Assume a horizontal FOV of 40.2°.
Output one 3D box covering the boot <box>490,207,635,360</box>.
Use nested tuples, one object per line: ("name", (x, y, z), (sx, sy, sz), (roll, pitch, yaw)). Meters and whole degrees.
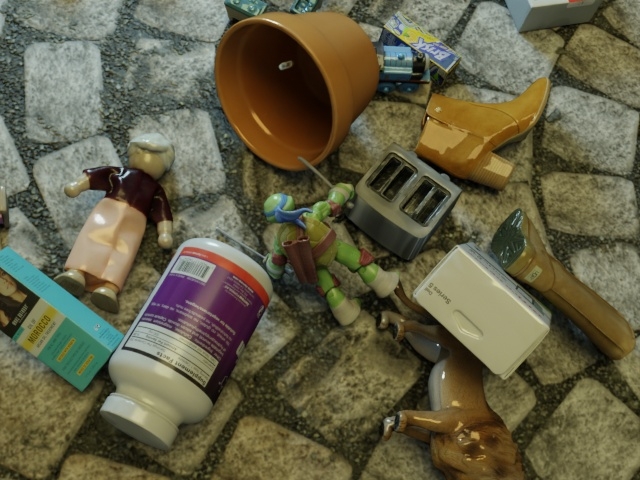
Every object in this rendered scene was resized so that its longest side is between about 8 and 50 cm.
("boot", (0.445, 0.080, 1.623), (0.269, 0.089, 0.236), (38, 26, -10))

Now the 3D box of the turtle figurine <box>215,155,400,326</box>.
("turtle figurine", (0.000, 0.000, 1.545), (0.198, 0.274, 0.266), (-47, 106, -17))

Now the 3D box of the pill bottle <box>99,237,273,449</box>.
("pill bottle", (-0.220, 0.167, 1.425), (0.181, 0.181, 0.323), (26, 64, 3))

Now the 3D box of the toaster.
("toaster", (0.148, -0.071, 1.637), (0.168, 0.110, 0.186), (37, 65, 9))

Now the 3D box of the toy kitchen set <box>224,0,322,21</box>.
("toy kitchen set", (-0.075, -0.527, 1.783), (0.166, 0.122, 0.207), (28, 75, 4))

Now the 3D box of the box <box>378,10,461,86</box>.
("box", (0.208, -0.400, 1.831), (0.169, 0.054, 0.059), (38, 65, 8))

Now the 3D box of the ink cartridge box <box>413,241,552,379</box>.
("ink cartridge box", (0.281, 0.109, 1.480), (0.198, 0.273, 0.115), (43, 101, 10))

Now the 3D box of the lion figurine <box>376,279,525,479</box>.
("lion figurine", (0.225, 0.251, 1.488), (0.240, 0.142, 0.392), (10, 60, -13))

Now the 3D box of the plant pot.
("plant pot", (-0.025, -0.302, 1.638), (0.291, 0.291, 0.203), (44, 50, 12))

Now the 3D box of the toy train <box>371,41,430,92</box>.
("toy train", (0.137, -0.349, 1.762), (0.184, 0.105, 0.080), (2, 75, -8))

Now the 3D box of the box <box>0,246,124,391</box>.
("box", (-0.447, 0.127, 1.419), (0.244, 0.100, 0.060), (38, 20, -4))

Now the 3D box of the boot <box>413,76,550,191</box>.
("boot", (0.322, -0.254, 1.755), (0.211, 0.104, 0.295), (28, 68, 3))

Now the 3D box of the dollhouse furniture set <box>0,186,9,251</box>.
("dollhouse furniture set", (-0.651, 0.046, 1.399), (0.286, 0.198, 0.304), (-7, 67, -12))

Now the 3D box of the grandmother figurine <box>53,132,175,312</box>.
("grandmother figurine", (-0.354, -0.055, 1.558), (0.207, 0.104, 0.342), (35, 58, -23))

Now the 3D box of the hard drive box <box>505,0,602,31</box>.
("hard drive box", (0.495, -0.592, 1.950), (0.181, 0.089, 0.232), (-12, 68, -14))
